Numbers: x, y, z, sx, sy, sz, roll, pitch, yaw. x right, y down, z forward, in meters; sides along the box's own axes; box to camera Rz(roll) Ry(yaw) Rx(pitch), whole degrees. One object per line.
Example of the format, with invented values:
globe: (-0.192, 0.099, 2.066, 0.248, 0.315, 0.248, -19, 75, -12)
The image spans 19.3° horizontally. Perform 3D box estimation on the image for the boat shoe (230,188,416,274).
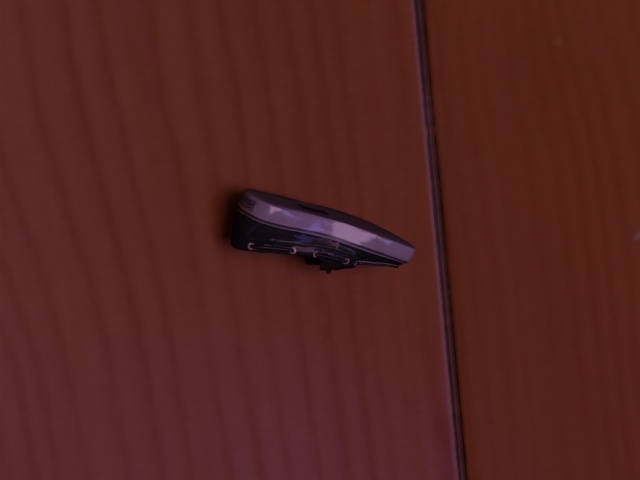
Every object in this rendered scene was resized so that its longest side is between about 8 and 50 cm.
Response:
boat shoe: (0.000, 0.000, 1.299, 0.142, 0.049, 0.040, 16, 102, -30)
